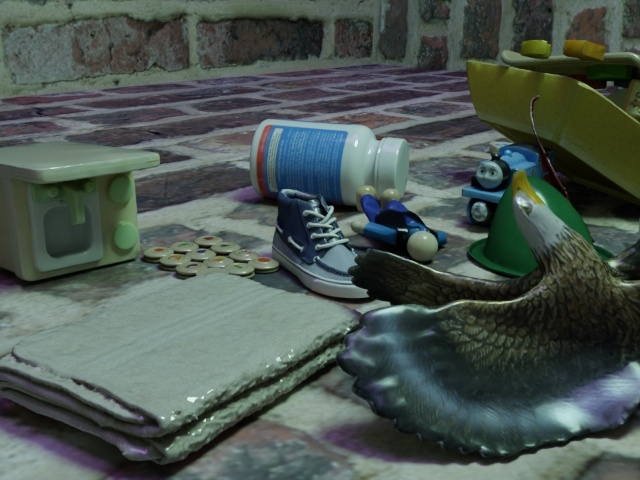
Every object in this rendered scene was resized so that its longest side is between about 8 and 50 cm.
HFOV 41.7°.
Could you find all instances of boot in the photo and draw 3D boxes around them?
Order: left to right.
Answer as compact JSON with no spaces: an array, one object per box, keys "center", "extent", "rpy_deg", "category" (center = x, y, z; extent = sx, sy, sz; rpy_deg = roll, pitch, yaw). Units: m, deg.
[{"center":[0.000,0.000,0.940],"extent":[0.069,0.086,0.190],"rpy_deg":[-10,20,-32],"category":"boot"}]

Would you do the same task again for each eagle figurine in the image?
[{"center":[0.177,0.055,0.682],"extent":[0.298,0.225,0.226],"rpy_deg":[-26,-31,9],"category":"eagle figurine"}]

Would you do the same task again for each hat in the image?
[{"center":[0.266,-0.067,1.014],"extent":[0.173,0.183,0.208],"rpy_deg":[-9,19,-29],"category":"hat"}]

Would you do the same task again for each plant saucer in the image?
[{"center":[0.402,-0.153,1.311],"extent":[0.333,0.081,0.333],"rpy_deg":[29,6,-24],"category":"plant saucer"}]

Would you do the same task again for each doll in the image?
[{"center":[0.099,-0.018,1.079],"extent":[0.129,0.046,0.189],"rpy_deg":[5,21,-20],"category":"doll"}]

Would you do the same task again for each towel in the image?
[{"center":[-0.104,0.092,0.697],"extent":[0.187,0.049,0.282],"rpy_deg":[14,20,32],"category":"towel"}]

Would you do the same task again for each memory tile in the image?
[{"center":[-0.130,0.022,0.987],"extent":[0.113,0.012,0.148],"rpy_deg":[-14,23,-41],"category":"memory tile"}]

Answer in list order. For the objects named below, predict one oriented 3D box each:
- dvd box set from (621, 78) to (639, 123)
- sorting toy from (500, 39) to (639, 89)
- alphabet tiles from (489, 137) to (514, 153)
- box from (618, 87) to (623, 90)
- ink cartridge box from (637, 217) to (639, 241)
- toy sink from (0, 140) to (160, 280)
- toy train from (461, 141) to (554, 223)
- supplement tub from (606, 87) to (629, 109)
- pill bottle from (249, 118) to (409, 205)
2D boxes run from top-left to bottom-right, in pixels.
[{"center":[0.669,-0.118,1.172],"extent":[0.420,0.062,0.307],"rpy_deg":[18,-3,36],"category":"dvd box set"},{"center":[0.386,-0.251,1.233],"extent":[0.229,0.041,0.307],"rpy_deg":[14,11,42],"category":"sorting toy"},{"center":[0.490,-0.175,1.677],"extent":[0.284,0.021,0.278],"rpy_deg":[-1,17,-7],"category":"alphabet tiles"},{"center":[0.591,-0.203,1.487],"extent":[0.145,0.186,0.038],"rpy_deg":[-3,19,-14],"category":"box"},{"center":[0.503,-0.031,1.031],"extent":[0.198,0.115,0.067],"rpy_deg":[15,22,36],"category":"ink cartridge box"},{"center":[-0.304,-0.037,0.967],"extent":[0.234,0.131,0.153],"rpy_deg":[11,19,43],"category":"toy sink"},{"center":[0.267,-0.080,1.193],"extent":[0.080,0.105,0.184],"rpy_deg":[13,20,36],"category":"toy train"},{"center":[0.492,-0.189,1.326],"extent":[0.071,0.071,0.107],"rpy_deg":[15,-4,37],"category":"supplement tub"},{"center":[0.016,-0.115,1.264],"extent":[0.221,0.124,0.124],"rpy_deg":[7,18,18],"category":"pill bottle"}]
